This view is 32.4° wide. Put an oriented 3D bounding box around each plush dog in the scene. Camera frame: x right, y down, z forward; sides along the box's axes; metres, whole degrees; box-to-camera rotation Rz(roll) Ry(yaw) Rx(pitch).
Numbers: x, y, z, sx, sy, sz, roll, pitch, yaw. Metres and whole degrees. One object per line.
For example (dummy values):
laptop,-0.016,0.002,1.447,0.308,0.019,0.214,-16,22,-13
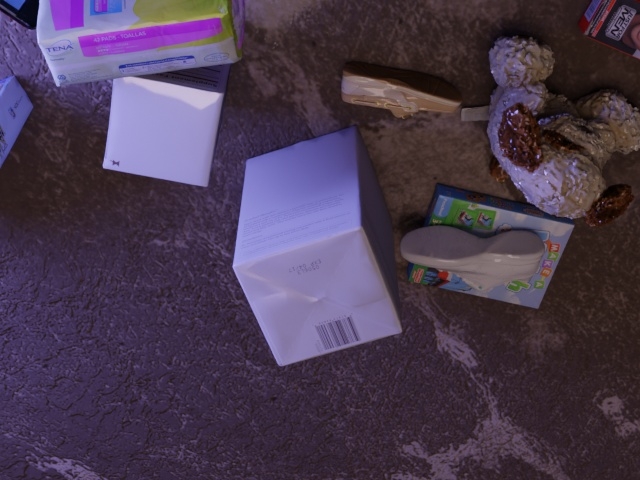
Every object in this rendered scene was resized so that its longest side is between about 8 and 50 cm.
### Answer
plush dog,0.304,-0.119,1.475,0.262,0.225,0.210,30,118,-17

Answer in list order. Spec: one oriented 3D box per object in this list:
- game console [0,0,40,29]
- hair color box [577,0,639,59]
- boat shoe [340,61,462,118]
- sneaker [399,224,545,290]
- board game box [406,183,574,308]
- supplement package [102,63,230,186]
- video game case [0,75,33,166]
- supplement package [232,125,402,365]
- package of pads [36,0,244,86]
game console,-0.390,-0.366,1.411,0.144,0.124,0.085,34,143,-19
hair color box,0.427,-0.286,1.477,0.141,0.043,0.072,19,120,-12
boat shoe,0.110,-0.200,1.527,0.170,0.063,0.059,14,124,2
sneaker,0.219,0.036,1.622,0.212,0.080,0.094,4,133,-3
board game box,0.255,0.011,1.669,0.212,0.039,0.160,12,121,-8
supplement package,-0.189,-0.193,1.421,0.134,0.244,0.139,10,122,-6
video game case,-0.539,-0.099,1.484,0.270,0.244,0.061,-21,121,14
supplement package,0.000,0.000,1.513,0.178,0.293,0.175,-17,120,11
package of pads,-0.206,-0.329,1.305,0.229,0.296,0.101,-8,147,2
